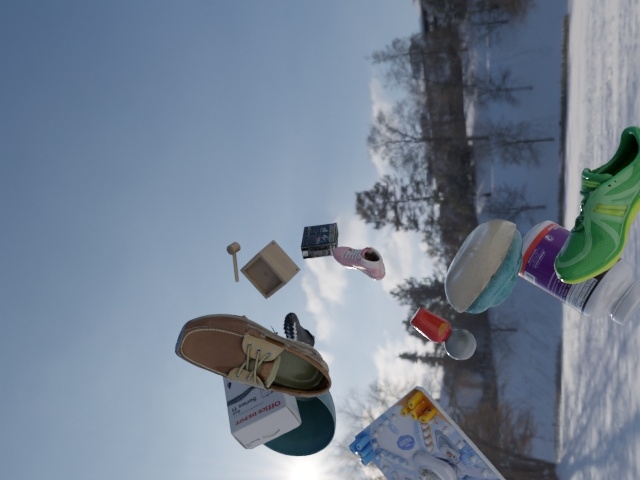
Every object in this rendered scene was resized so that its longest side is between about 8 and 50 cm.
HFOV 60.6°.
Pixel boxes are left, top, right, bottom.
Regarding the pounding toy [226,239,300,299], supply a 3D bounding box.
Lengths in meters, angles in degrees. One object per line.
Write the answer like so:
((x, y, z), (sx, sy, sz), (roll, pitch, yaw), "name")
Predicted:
((-0.195, 0.073, 1.720), (0.206, 0.181, 0.094), (48, -137, -2), "pounding toy")

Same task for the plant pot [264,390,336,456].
((-0.079, 0.540, 1.828), (0.195, 0.291, 0.290), (-67, -30, -64), "plant pot")

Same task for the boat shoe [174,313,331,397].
((-0.116, 0.231, 1.073), (0.324, 0.120, 0.122), (18, -89, -25), "boat shoe")

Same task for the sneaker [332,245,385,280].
((0.084, 0.032, 1.203), (0.051, 0.134, 0.070), (-47, -32, -27), "sneaker")

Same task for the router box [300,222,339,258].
((0.000, 0.000, 1.446), (0.122, 0.092, 0.038), (-83, -17, -61), "router box")

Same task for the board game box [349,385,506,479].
((0.272, 0.586, 1.332), (0.050, 0.390, 0.390), (-30, -20, -38), "board game box")

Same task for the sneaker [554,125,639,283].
((0.480, -0.063, 0.940), (0.295, 0.124, 0.109), (-59, 13, 4), "sneaker")

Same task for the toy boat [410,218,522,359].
((0.321, 0.106, 1.135), (0.318, 0.148, 0.267), (-62, -11, 30), "toy boat")

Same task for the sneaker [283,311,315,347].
((-0.074, 0.360, 2.061), (0.106, 0.078, 0.234), (-23, -63, -29), "sneaker")

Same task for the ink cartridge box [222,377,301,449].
((-0.148, 0.376, 1.338), (0.086, 0.153, 0.208), (61, -177, -39), "ink cartridge box")

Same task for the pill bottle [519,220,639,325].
((0.710, 0.091, 1.502), (0.182, 0.323, 0.181), (-30, -41, -30), "pill bottle")

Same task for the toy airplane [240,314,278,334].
((-0.156, 0.245, 1.216), (0.028, 0.151, 0.151), (-40, -51, -86), "toy airplane")
